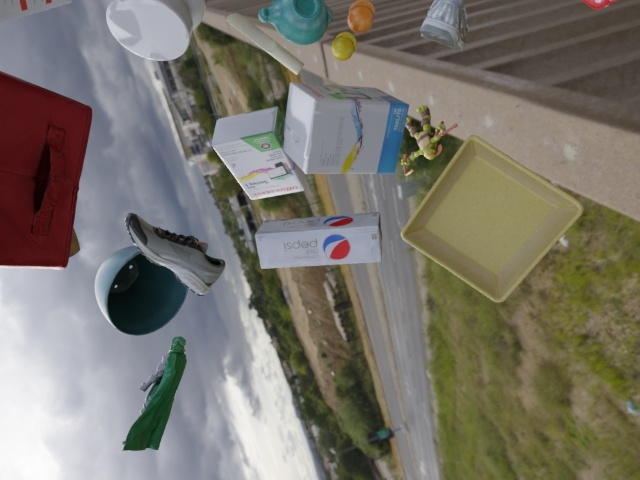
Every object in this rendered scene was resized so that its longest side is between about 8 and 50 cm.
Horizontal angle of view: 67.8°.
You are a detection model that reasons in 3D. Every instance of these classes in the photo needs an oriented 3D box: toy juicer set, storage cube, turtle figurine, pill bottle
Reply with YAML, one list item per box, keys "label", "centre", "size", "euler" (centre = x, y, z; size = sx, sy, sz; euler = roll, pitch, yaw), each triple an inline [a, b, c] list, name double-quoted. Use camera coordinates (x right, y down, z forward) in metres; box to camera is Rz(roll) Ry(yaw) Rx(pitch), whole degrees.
- label: "toy juicer set"
  centre: [-0.024, -0.481, 1.078]
  size: [0.209, 0.329, 0.089]
  euler: [55, 166, -10]
- label: "storage cube"
  centre: [-0.379, -0.074, 0.461]
  size: [0.193, 0.215, 0.184]
  euler: [11, -92, -66]
- label: "turtle figurine"
  centre: [0.374, -0.365, 1.665]
  size: [0.269, 0.087, 0.217]
  euler: [-48, 43, 46]
- label: "pill bottle"
  centre: [-0.357, -0.605, 1.086]
  size: [0.210, 0.210, 0.363]
  euler: [92, 180, -65]

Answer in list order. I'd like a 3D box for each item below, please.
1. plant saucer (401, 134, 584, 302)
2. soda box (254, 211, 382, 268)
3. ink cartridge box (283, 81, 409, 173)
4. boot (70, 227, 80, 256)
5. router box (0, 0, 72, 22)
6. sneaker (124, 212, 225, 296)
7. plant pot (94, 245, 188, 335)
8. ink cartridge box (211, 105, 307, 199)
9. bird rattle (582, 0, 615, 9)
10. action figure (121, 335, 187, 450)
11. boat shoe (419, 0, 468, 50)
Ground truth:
- label: "plant saucer"
  centre: [0.440, -0.057, 1.261]
  size: [0.333, 0.333, 0.081]
  euler: [35, -155, 7]
- label: "soda box"
  centre: [0.000, 0.000, 0.843]
  size: [0.074, 0.216, 0.069]
  euler: [-70, -26, -66]
- label: "ink cartridge box"
  centre: [0.060, -0.305, 1.297]
  size: [0.198, 0.270, 0.197]
  euler: [-128, 40, -52]
- label: "boot"
  centre: [-0.653, -0.060, 1.032]
  size: [0.089, 0.236, 0.269]
  euler: [16, 119, 30]
- label: "router box"
  centre: [-0.588, -0.522, 0.783]
  size: [0.082, 0.301, 0.335]
  euler: [43, 145, 8]
- label: "sneaker"
  centre: [-0.336, 0.016, 1.108]
  size: [0.271, 0.108, 0.100]
  euler: [44, -178, -36]
- label: "plant pot"
  centre: [-0.603, 0.136, 1.541]
  size: [0.195, 0.290, 0.290]
  euler: [19, 136, 35]
- label: "ink cartridge box"
  centre: [-0.178, -0.262, 1.487]
  size: [0.278, 0.201, 0.117]
  euler: [59, -152, -54]
- label: "bird rattle"
  centre: [0.376, -0.430, 0.577]
  size: [0.207, 0.143, 0.253]
  euler: [56, 147, 12]
- label: "action figure"
  centre: [-0.335, 0.314, 0.998]
  size: [0.137, 0.063, 0.232]
  euler: [68, -140, -70]
- label: "boat shoe"
  centre: [0.314, -0.539, 1.174]
  size: [0.103, 0.118, 0.320]
  euler: [-69, -11, 24]
